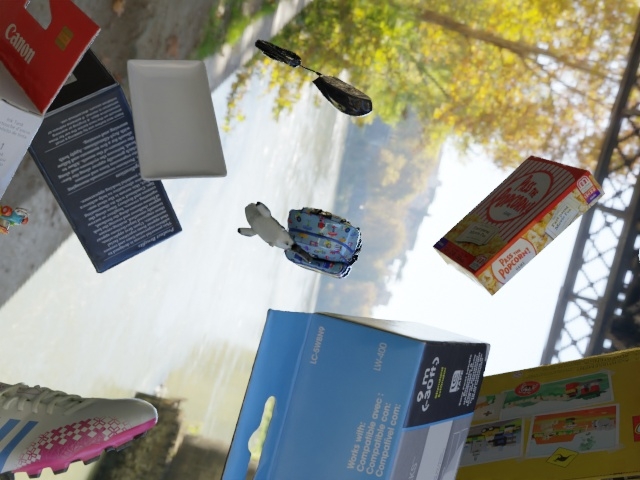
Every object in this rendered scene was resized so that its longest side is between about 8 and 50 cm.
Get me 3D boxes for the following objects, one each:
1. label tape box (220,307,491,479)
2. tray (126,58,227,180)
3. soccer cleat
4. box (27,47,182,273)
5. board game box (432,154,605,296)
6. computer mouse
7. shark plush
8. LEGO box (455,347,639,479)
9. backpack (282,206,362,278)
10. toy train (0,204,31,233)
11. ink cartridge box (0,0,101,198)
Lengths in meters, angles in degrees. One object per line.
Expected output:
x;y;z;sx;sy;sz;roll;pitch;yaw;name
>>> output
0.047;0.201;0.736;0.333;0.106;0.240;15;90;-61;label tape box
-0.256;-0.211;1.315;0.030;0.145;0.270;114;-33;-55;tray
-0.386;0.244;1.004;0.116;0.331;0.143;8;64;-80;soccer cleat
-0.494;-0.184;1.598;0.293;0.212;0.395;47;-21;43;box
0.256;-0.025;0.994;0.193;0.045;0.147;-42;-161;-1;board game box
-0.016;-0.266;1.238;0.071;0.242;0.041;-18;138;-56;computer mouse
-0.076;-0.021;1.399;0.073;0.161;0.067;-65;171;12;shark plush
0.415;0.394;1.328;0.193;0.500;0.372;66;27;-15;LEGO box
0.000;0.000;1.481;0.173;0.158;0.117;62;46;-80;backpack
-0.618;-0.055;1.363;0.125;0.166;0.046;-19;-128;66;toy train
-0.426;-0.226;0.955;0.066;0.296;0.261;21;107;-50;ink cartridge box
